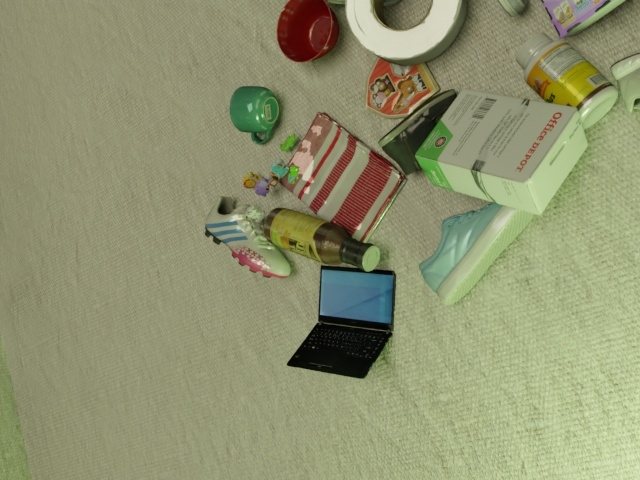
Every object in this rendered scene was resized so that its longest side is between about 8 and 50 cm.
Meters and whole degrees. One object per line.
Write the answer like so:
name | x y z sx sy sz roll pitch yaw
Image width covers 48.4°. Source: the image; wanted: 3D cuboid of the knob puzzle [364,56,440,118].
knob puzzle | 0.184 -0.396 1.810 0.213 0.030 0.213 -1 89 34

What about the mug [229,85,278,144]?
mug | -0.171 -0.360 2.003 0.098 0.158 0.129 7 69 32

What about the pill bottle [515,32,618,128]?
pill bottle | 0.521 -0.346 1.527 0.117 0.117 0.215 -47 64 24

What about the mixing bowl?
mixing bowl | -0.018 -0.560 1.907 0.182 0.098 0.181 2 93 35

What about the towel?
towel | 0.049 -0.163 1.892 0.329 0.037 0.237 42 112 27

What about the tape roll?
tape roll | 0.205 -0.571 1.715 0.287 0.100 0.285 2 96 19

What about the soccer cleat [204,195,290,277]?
soccer cleat | -0.202 -0.016 2.008 0.331 0.116 0.143 32 108 31

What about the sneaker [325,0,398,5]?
sneaker | 0.090 -0.658 1.850 0.258 0.091 0.094 15 93 12

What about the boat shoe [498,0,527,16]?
boat shoe | 0.431 -0.666 1.601 0.103 0.118 0.320 -10 76 38

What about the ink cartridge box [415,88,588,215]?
ink cartridge box | 0.387 -0.196 1.533 0.289 0.121 0.211 24 70 43

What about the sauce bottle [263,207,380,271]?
sauce bottle | 0.000 0.000 1.857 0.345 0.111 0.111 19 99 41

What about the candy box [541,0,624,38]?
candy box | 0.538 -0.555 1.491 0.165 0.070 0.196 -32 81 60

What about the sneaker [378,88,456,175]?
sneaker | 0.261 -0.265 1.738 0.222 0.083 0.118 -38 99 11

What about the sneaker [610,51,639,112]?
sneaker | 0.695 -0.330 1.386 0.262 0.099 0.120 -22 80 66

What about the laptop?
laptop | 0.053 0.201 1.817 0.235 0.264 0.136 3 127 35

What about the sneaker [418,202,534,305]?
sneaker | 0.351 -0.027 1.625 0.150 0.135 0.365 47 111 25

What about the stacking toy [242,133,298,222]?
stacking toy | -0.138 -0.174 1.953 0.221 0.052 0.166 -46 34 29
